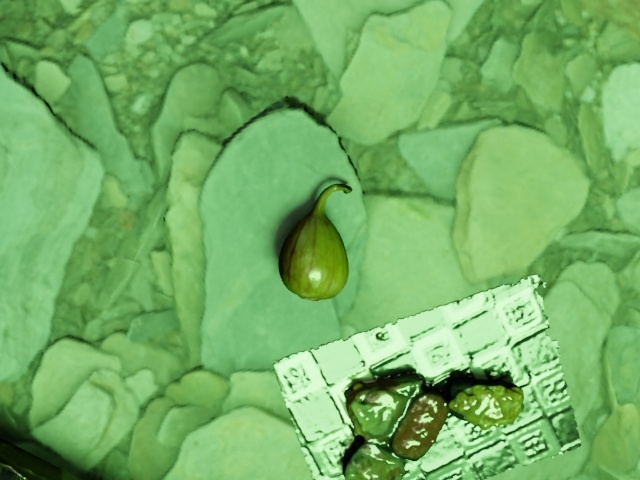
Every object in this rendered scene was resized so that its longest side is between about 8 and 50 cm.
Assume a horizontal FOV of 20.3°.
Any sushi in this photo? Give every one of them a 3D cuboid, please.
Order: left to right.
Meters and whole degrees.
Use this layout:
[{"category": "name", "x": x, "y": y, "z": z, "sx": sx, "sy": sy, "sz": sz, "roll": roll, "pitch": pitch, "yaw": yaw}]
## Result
[{"category": "sushi", "x": 0.082, "y": 0.119, "z": 1.248, "sx": 0.201, "sy": 0.031, "sz": 0.139, "roll": -19, "pitch": 105, "yaw": -1}]

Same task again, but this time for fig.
[{"category": "fig", "x": 0.000, "y": 0.000, "z": 1.205, "sx": 0.050, "sy": 0.050, "sz": 0.083, "roll": 17, "pitch": 85, "yaw": -10}]

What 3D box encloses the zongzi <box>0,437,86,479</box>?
[{"category": "zongzi", "x": -0.209, "y": 0.311, "z": 1.175, "sx": 0.289, "sy": 0.154, "sz": 0.317, "roll": 29, "pitch": 80, "yaw": -9}]
